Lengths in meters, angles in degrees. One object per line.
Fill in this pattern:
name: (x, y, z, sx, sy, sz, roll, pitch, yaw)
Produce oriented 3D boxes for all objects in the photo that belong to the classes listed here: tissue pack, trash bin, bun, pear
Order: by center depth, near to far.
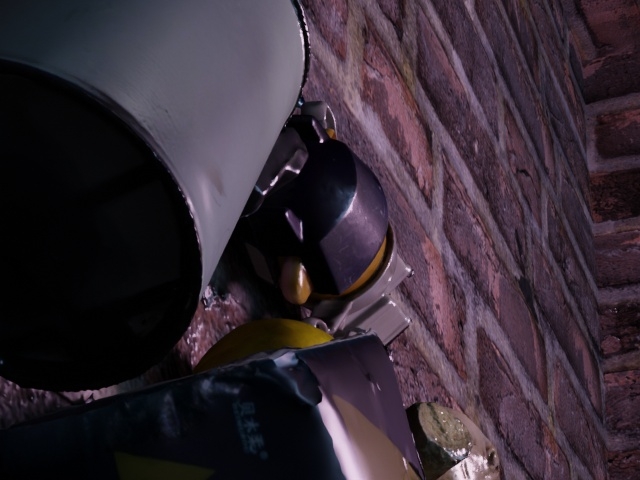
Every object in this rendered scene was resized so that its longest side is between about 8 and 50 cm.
trash bin: (-0.140, -0.074, 0.798, 0.277, 0.217, 0.262, 45, 33, -18)
tissue pack: (-0.036, 0.277, 0.806, 0.264, 0.253, 0.416, 11, 62, -78)
pear: (-0.044, 0.139, 1.055, 0.149, 0.162, 0.149, 45, 28, -32)
bun: (0.159, 0.281, 1.561, 0.166, 0.113, 0.173, 70, 20, -4)

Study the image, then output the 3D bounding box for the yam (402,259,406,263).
yam: (0.081, 0.038, 1.604, 0.033, 0.027, 0.129, 44, 15, 17)

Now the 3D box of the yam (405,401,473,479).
yam: (0.004, 0.211, 0.994, 0.061, 0.274, 0.061, 33, 33, -25)

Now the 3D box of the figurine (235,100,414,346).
figurine: (0.002, -0.003, 1.256, 0.308, 0.143, 0.308, -20, 90, -86)

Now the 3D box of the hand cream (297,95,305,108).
hand cream: (-0.064, -0.193, 1.301, 0.270, 0.061, 0.120, -19, 94, -77)
